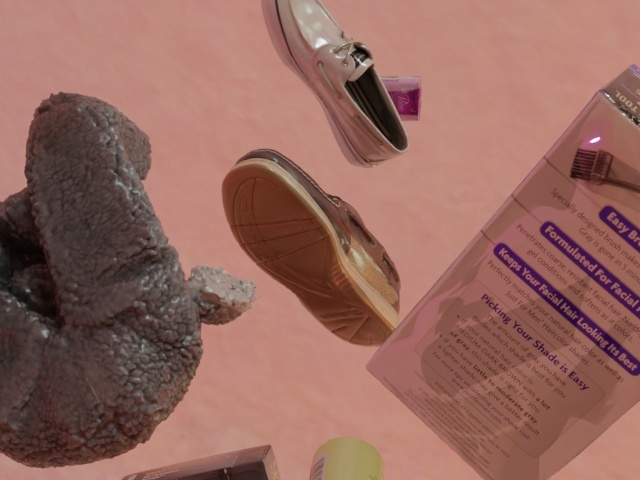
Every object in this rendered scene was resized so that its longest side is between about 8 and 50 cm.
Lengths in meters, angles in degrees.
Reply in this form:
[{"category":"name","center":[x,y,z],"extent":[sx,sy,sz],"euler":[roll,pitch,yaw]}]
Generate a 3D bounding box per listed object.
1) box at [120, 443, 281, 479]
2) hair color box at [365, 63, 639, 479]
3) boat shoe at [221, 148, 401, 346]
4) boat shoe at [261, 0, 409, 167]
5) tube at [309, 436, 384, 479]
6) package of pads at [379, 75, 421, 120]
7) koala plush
[{"category":"box","center":[-0.117,0.365,1.200],"extent":[0.183,0.056,0.231],"euler":[-15,95,7]},{"category":"hair color box","center":[0.208,0.046,0.872],"extent":[0.185,0.110,0.339],"euler":[43,127,8]},{"category":"boat shoe","center":[0.000,0.000,1.066],"extent":[0.102,0.092,0.285],"euler":[-12,135,32]},{"category":"boat shoe","center":[0.026,-0.182,1.104],"extent":[0.083,0.075,0.226],"euler":[-50,116,-35]},{"category":"tube","center":[0.011,0.242,0.761],"extent":[0.062,0.240,0.070],"euler":[-34,109,22]},{"category":"package of pads","center":[0.075,-0.163,1.210],"extent":[0.083,0.032,0.050],"euler":[1,118,8]},{"category":"koala plush","center":[-0.144,0.055,0.695],"extent":[0.196,0.221,0.203],"euler":[-35,73,0]}]
